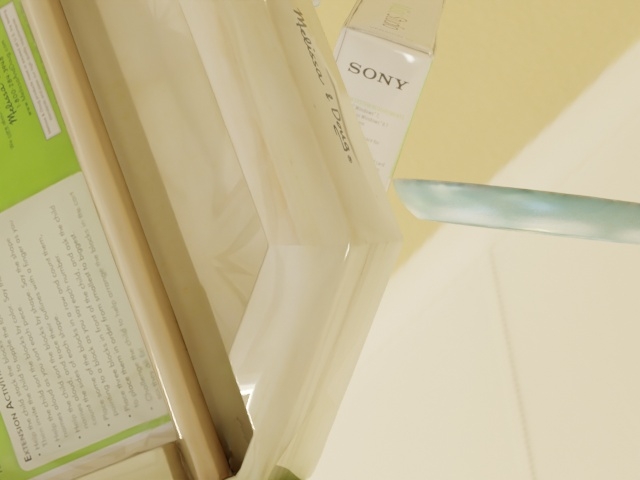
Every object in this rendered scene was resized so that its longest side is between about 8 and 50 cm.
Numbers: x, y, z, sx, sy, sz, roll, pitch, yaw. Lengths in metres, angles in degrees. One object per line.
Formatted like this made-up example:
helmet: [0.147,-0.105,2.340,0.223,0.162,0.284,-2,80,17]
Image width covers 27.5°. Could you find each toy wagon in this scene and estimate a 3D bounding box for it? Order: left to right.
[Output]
toy wagon: [-0.148,0.010,0.441,0.344,0.267,0.068,-24,172,24]

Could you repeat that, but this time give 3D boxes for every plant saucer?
plant saucer: [0.233,-0.029,1.425,0.317,0.318,0.043,-173,-90,-65]

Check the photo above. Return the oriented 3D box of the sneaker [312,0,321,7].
sneaker: [-0.045,-0.219,1.183,0.190,0.083,0.071,-60,-169,-2]

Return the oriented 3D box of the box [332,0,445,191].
box: [0.000,0.000,0.835,0.232,0.058,0.322,-69,180,-70]
